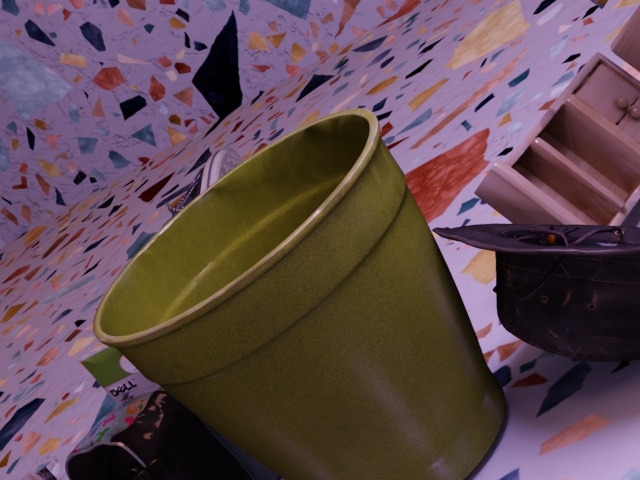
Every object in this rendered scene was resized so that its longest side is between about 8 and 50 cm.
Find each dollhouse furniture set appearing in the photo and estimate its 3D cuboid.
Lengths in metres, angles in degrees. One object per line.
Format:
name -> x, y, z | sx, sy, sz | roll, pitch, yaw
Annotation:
dollhouse furniture set -> 0.368, -0.177, 1.432 | 0.256, 0.362, 0.394 | -48, -7, -32

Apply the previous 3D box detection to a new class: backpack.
backpack -> -0.180, 0.284, 1.535 | 0.253, 0.225, 0.191 | -32, 13, 51

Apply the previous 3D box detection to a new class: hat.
hat -> 0.278, 0.053, 1.308 | 0.331, 0.133, 0.331 | 2, 3, 0

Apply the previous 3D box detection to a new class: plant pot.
plant pot -> 0.009, 0.110, 1.381 | 0.366, 0.353, 0.366 | -33, 19, 13

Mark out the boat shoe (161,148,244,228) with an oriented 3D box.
boat shoe -> -0.214, -0.015, 2.398 | 0.156, 0.186, 0.500 | -24, 27, 22

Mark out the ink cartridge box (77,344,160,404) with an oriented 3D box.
ink cartridge box -> -0.155, 0.188, 1.660 | 0.189, 0.255, 0.097 | -27, 21, 30

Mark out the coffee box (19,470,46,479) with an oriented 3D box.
coffee box -> -0.457, 0.460, 1.828 | 0.246, 0.098, 0.141 | -45, 19, -21

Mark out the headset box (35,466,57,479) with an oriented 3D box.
headset box -> -0.463, 0.411, 2.066 | 0.083, 0.032, 0.062 | -42, 18, -11
